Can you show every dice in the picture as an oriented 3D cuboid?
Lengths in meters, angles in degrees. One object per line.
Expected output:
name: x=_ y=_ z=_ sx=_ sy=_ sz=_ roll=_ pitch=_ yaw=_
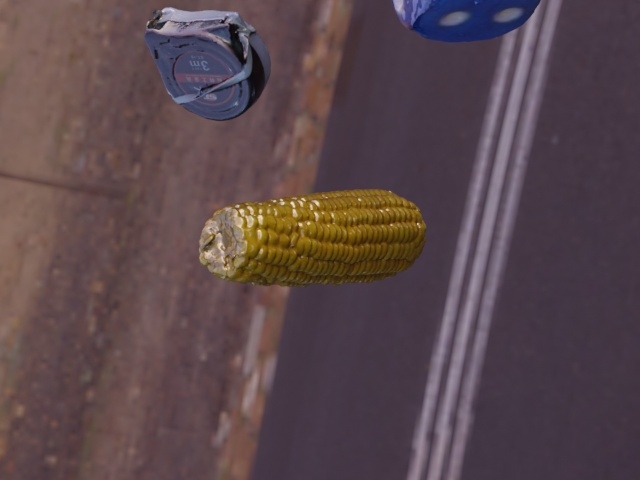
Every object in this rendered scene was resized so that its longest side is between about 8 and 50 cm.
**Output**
dice: x=0.157 y=-0.302 z=1.739 sx=0.143 sy=0.146 sz=0.146 roll=123 pitch=138 yaw=-64

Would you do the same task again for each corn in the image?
corn: x=0.000 y=0.000 z=1.939 sx=0.120 sy=0.363 sz=0.120 roll=5 pitch=98 yaw=41

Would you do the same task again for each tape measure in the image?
tape measure: x=-0.171 y=-0.284 z=2.580 sx=0.107 sy=0.182 sz=0.181 roll=-62 pitch=-32 yaw=-43
